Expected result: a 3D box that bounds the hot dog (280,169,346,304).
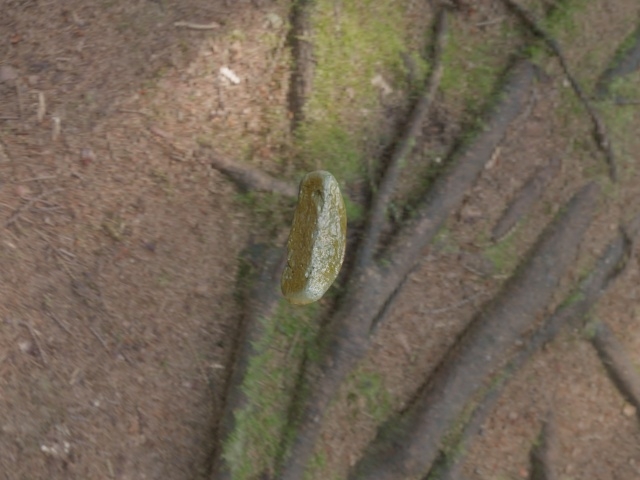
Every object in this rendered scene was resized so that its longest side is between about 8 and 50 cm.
[{"bbox_3d":[0.000,0.000,0.683,0.034,0.030,0.090,20,76,-40],"label":"hot dog"}]
